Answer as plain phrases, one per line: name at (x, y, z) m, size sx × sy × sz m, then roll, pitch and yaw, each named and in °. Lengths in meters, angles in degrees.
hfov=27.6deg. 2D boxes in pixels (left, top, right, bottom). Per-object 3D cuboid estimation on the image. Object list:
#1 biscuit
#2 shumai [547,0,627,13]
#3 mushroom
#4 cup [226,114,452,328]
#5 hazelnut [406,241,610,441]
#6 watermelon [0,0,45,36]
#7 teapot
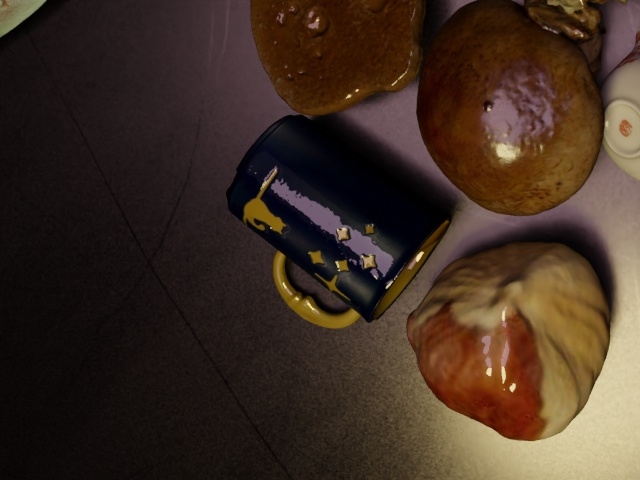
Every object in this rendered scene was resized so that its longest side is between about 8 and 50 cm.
biscuit at (0.021, -0.303, 1.688) m, size 0.257 × 0.049 × 0.273 m, roll -14°, pitch 80°, yaw 31°
shumai at (0.348, -0.382, 1.466) m, size 0.314 × 0.267 × 0.262 m, roll 0°, pitch 61°, yaw -10°
mushroom at (0.236, -0.183, 1.605) m, size 0.263 × 0.195 × 0.283 m, roll 33°, pitch 96°, yaw 46°
cup at (-0.004, -0.001, 1.719) m, size 0.256 × 0.178 × 0.255 m, roll 36°, pitch 106°, yaw 10°
hazelnut at (0.241, 0.115, 1.632) m, size 0.261 × 0.241 × 0.261 m, roll -11°, pitch 52°, yaw 14°
watermelon at (-0.549, -0.361, 1.794) m, size 0.320 × 0.214 × 0.289 m, roll 28°, pitch 97°, yaw -2°
teapot at (0.411, -0.135, 1.594) m, size 0.159 × 0.116 × 0.245 m, roll -12°, pitch 99°, yaw 46°
